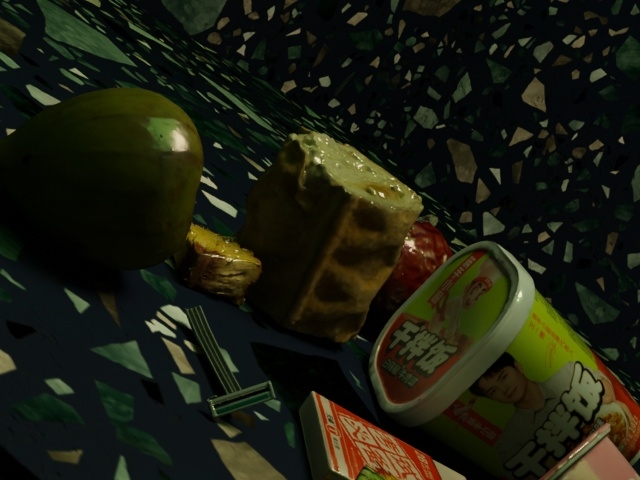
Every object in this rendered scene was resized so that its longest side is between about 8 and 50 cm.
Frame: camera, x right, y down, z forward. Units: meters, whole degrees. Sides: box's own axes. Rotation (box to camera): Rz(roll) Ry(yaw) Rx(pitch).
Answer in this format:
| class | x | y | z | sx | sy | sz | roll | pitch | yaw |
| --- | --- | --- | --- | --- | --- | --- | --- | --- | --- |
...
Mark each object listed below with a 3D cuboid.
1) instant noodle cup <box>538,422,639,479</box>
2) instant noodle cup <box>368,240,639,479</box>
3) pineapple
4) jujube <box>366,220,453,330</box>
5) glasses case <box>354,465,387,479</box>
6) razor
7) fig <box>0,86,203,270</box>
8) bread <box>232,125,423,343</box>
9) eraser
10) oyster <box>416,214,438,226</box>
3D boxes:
| class | x | y | z | sx | sy | sz | roll | pitch | yaw |
| --- | --- | --- | --- | --- | --- | --- | --- | --- | --- |
| instant noodle cup | 0.243 | 0.325 | 0.844 | 0.231 | 0.243 | 0.243 | 48 | 15 | 20 |
| instant noodle cup | 0.267 | 0.204 | 1.326 | 0.308 | 0.294 | 0.294 | 40 | 11 | -17 |
| pineapple | -0.150 | 0.029 | 1.247 | 0.137 | 0.069 | 0.116 | 30 | 16 | 10 |
| jujube | 0.131 | 0.056 | 1.608 | 0.197 | 0.197 | 0.290 | 42 | -2 | 22 |
| glasses case | 0.036 | 0.279 | 0.809 | 0.095 | 0.062 | 0.272 | 33 | 11 | 10 |
| razor | -0.110 | 0.129 | 1.026 | 0.068 | 0.037 | 0.191 | -15 | 30 | -18 |
| fig | -0.245 | -0.071 | 1.045 | 0.225 | 0.203 | 0.203 | 6 | 22 | -17 |
| bread | -0.005 | -0.004 | 1.341 | 0.238 | 0.252 | 0.196 | 21 | 23 | -36 |
| eraser | 0.084 | 0.265 | 1.049 | 0.230 | 0.038 | 0.157 | 32 | 13 | -18 |
| oyster | 0.175 | -0.001 | 2.086 | 0.351 | 0.158 | 0.162 | -21 | 92 | -61 |
